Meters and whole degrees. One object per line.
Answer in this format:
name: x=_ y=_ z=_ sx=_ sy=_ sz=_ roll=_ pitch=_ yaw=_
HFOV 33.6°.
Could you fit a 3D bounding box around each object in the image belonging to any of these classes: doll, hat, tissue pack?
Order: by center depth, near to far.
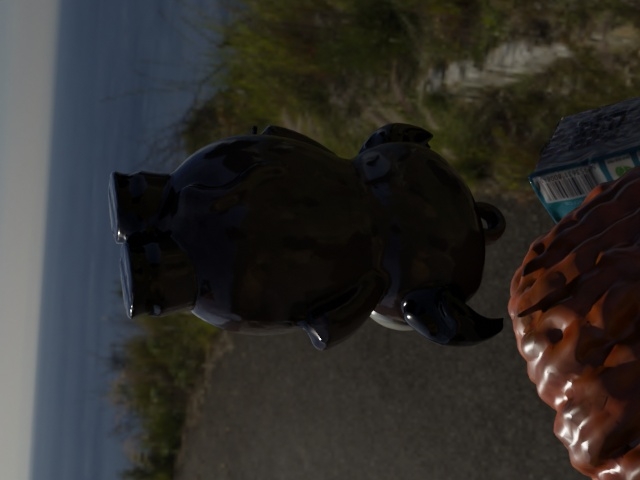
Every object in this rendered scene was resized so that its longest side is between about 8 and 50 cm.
hat: x=0.322 y=0.020 z=0.626 sx=0.400 sy=0.285 sz=0.285 roll=-45 pitch=36 yaw=28
doll: x=-0.001 y=-0.001 z=0.676 sx=0.117 sy=0.257 sz=0.182 roll=118 pitch=144 yaw=-48
tissue pack: x=0.393 y=-0.066 z=1.138 sx=0.270 sy=0.192 sz=0.134 roll=-12 pitch=36 yaw=45
